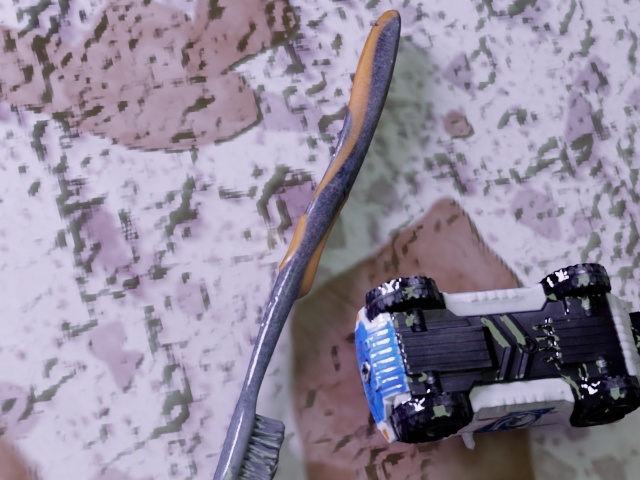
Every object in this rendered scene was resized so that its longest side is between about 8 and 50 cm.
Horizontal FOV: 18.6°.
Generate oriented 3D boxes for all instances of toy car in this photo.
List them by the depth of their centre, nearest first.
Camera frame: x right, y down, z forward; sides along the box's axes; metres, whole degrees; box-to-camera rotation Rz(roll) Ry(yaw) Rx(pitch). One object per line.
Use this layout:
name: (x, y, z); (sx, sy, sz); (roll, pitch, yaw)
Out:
toy car: (0.098, 0.062, 1.015); (0.171, 0.070, 0.080); (-4, 66, -24)

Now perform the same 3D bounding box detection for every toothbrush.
toothbrush: (-0.002, -0.001, 1.031); (0.031, 0.023, 0.321); (28, 57, -18)
